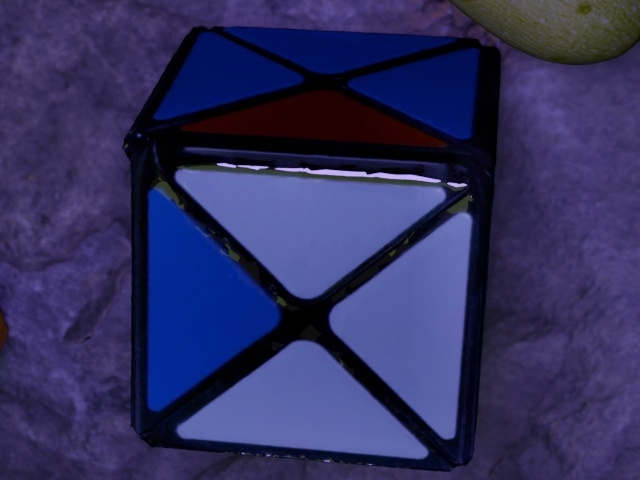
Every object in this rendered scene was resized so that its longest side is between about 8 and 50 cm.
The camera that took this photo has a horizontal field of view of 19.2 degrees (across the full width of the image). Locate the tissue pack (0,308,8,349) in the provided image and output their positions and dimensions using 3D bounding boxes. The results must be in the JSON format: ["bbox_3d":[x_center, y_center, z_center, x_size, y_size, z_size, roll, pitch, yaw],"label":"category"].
[{"bbox_3d":[-0.378,0.001,1.470,0.194,0.145,0.274,-8,118,13],"label":"tissue pack"}]

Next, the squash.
[{"bbox_3d":[0.132,-0.213,1.294,0.247,0.132,0.132,41,116,-13],"label":"squash"}]

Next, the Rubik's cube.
[{"bbox_3d":[0.000,-0.001,1.362,0.246,0.248,0.250,4,118,6],"label":"Rubik's cube"}]
